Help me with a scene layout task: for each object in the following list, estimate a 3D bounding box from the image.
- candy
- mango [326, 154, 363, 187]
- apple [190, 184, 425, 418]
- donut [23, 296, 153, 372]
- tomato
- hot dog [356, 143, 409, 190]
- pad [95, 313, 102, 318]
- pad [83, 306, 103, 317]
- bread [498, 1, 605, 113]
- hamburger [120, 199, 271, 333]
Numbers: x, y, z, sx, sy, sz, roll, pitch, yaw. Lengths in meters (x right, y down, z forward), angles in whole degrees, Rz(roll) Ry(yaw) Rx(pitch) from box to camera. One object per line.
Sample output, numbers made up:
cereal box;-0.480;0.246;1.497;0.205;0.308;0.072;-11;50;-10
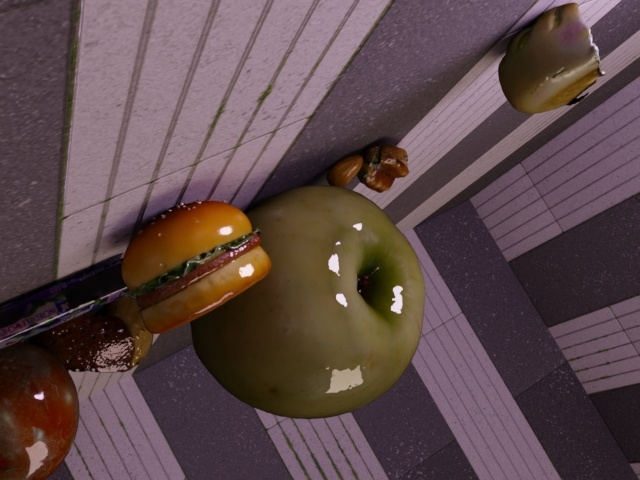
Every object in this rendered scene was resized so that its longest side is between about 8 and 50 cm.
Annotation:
candy;-0.454;0.116;1.307;0.312;0.061;0.088;-26;175;-31
mango;0.051;-0.141;1.600;0.089;0.046;0.060;-38;170;25
apple;-0.032;0.124;1.544;0.474;0.473;0.473;-29;173;-4
donut;-0.422;0.179;1.560;0.295;0.151;0.112;-25;152;-41
tomato;-0.555;0.304;1.414;0.270;0.270;0.222;-34;-173;29
hot dog;0.139;-0.159;1.720;0.115;0.072;0.269;-30;172;8
pad;-0.451;0.167;1.819;0.174;0.022;0.233;-33;171;33
pad;-0.517;0.184;1.776;0.220;0.004;0.330;-31;173;8
bread;0.387;-0.313;1.375;0.156;0.158;0.261;-16;169;-22
hamburger;-0.207;0.029;1.255;0.246;0.169;0.246;-26;-175;3
